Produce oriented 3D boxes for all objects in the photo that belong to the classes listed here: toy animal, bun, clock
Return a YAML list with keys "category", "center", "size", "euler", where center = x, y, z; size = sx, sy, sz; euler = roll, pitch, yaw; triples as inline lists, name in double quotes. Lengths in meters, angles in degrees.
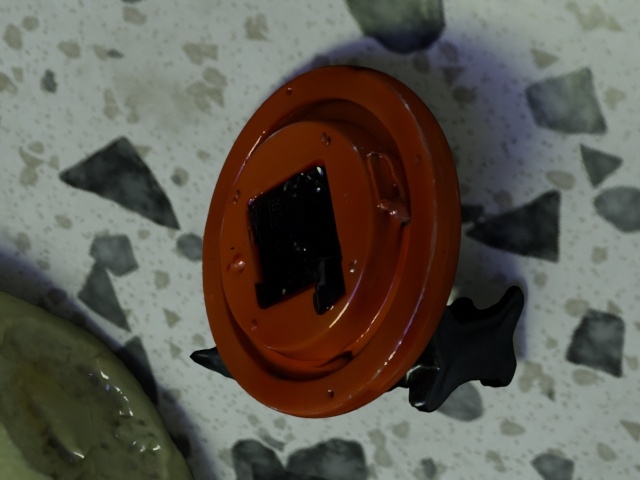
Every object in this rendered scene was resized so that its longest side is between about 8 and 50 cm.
- category: "toy animal"
  center: [0.008, 0.043, 1.175]
  size: [0.210, 0.121, 0.117]
  euler: [0, 102, 32]
- category: "bun"
  center: [-0.269, 0.207, 1.331]
  size: [0.364, 0.202, 0.364]
  euler: [10, 124, 15]
- category: "clock"
  center: [0.000, 0.000, 1.103]
  size: [0.051, 0.205, 0.205]
  euler: [12, 143, -40]
